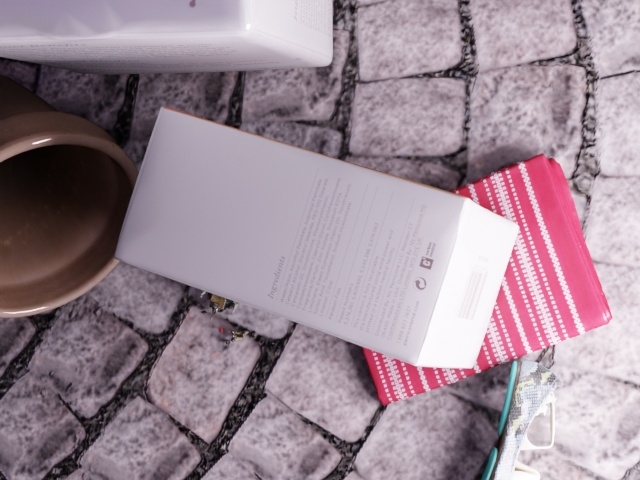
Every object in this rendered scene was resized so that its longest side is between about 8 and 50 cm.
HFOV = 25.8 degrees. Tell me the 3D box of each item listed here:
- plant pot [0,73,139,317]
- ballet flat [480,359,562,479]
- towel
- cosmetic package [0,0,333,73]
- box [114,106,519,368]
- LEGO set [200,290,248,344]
[{"bbox_3d":[-0.368,-0.078,1.635,0.263,0.263,0.229,-45,51,8],"label":"plant pot"},{"bbox_3d":[0.207,0.220,1.454,0.070,0.070,0.188,17,91,22],"label":"ballet flat"},{"bbox_3d":[0.160,0.043,1.516,0.274,0.031,0.199,-23,76,17],"label":"towel"},{"bbox_3d":[-0.180,-0.352,1.464,0.329,0.393,0.328,0,93,11],"label":"cosmetic package"},{"bbox_3d":[0.000,0.000,1.450,0.345,0.215,0.168,18,91,21],"label":"box"},{"bbox_3d":[-0.111,0.079,1.617,0.054,0.023,0.083,-10,91,21],"label":"LEGO set"}]
